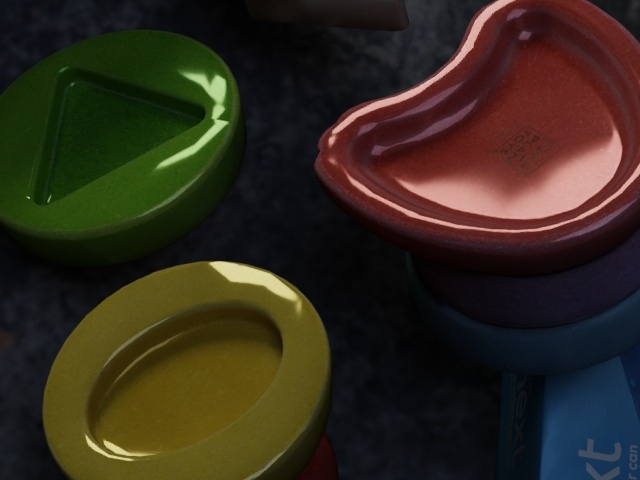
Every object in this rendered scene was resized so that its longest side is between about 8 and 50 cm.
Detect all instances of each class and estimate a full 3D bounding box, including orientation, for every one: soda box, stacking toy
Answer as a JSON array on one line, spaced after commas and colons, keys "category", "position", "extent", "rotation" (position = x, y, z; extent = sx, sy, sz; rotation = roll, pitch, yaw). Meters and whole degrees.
[{"category": "soda box", "position": [0.130, 0.079, 0.805], "extent": [0.071, 0.067, 0.210], "rotation": [11, 68, -10]}, {"category": "stacking toy", "position": [0.000, 0.000, 0.780], "extent": [0.309, 0.130, 0.279], "rotation": [-31, 49, -10]}]
